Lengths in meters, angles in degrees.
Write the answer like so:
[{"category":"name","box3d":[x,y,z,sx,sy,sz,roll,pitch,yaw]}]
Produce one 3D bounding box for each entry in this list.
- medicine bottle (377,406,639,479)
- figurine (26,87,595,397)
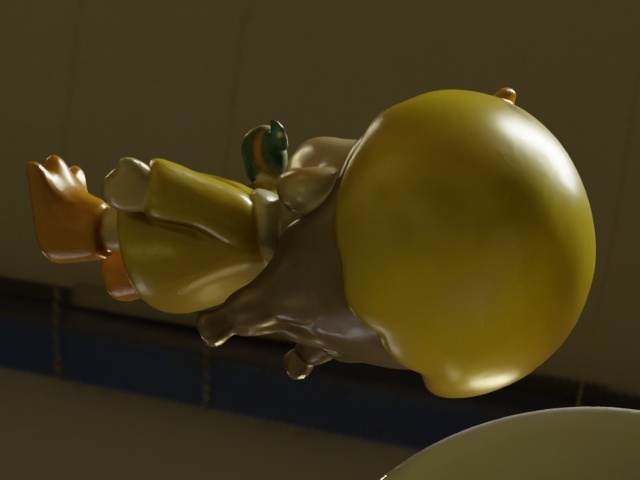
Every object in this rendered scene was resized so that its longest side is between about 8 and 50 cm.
[{"category":"medicine bottle","box3d":[0.133,0.248,0.757,0.252,0.252,0.241,-4,-53,21]},{"category":"figurine","box3d":[0.000,0.000,0.977,0.344,0.215,0.187,0,-94,27]}]
